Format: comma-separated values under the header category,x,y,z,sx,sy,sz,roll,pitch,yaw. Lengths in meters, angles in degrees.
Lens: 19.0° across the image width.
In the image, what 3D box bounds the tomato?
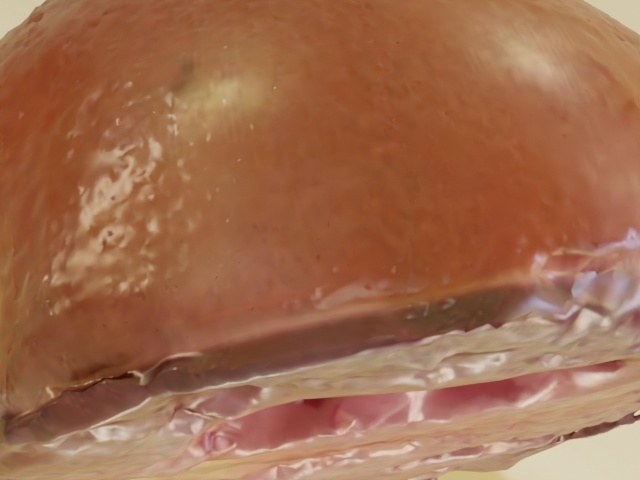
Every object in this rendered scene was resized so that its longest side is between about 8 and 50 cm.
category,x,y,z,sx,sy,sz,roll,pitch,yaw
tomato,-0.002,-0.002,0.657,0.290,0.176,0.335,-5,-18,-19
